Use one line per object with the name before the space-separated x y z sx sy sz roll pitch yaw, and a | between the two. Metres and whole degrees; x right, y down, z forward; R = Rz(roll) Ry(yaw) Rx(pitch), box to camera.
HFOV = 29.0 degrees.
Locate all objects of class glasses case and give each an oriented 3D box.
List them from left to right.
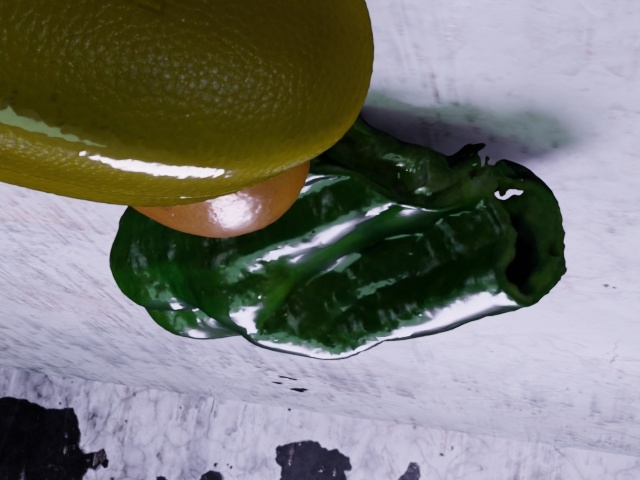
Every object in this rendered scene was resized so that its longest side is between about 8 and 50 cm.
glasses case | -0.147 -0.122 0.628 0.371 0.173 0.141 17 166 -23

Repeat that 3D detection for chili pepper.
chili pepper | -0.004 0.008 0.997 0.385 0.167 0.213 -5 160 38

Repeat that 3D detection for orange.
orange | -0.081 -0.075 0.845 0.156 0.124 0.156 21 154 11
